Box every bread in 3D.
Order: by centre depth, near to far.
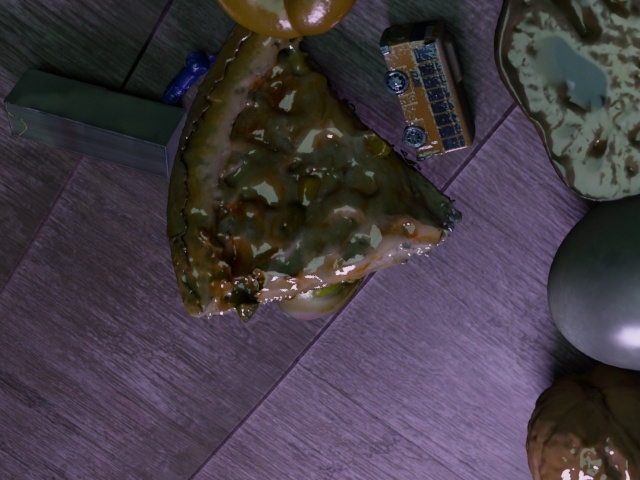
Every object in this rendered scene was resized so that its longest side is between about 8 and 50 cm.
[{"bbox_3d":[-0.002,0.014,1.494,0.158,0.156,0.261,9,122,13],"label":"bread"}]

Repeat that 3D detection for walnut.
[{"bbox_3d":[0.435,0.326,1.508,0.224,0.257,0.257,-22,114,-9],"label":"walnut"}]

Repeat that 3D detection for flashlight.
[{"bbox_3d":[-0.206,-0.250,1.479,0.121,0.057,0.035,-41,66,37],"label":"flashlight"}]

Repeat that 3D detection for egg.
[{"bbox_3d":[0.477,0.039,1.311,0.352,0.258,0.258,-22,111,33],"label":"egg"}]

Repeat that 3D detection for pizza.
[{"bbox_3d":[-0.072,-0.061,1.379,0.392,0.080,0.435,-43,86,-2],"label":"pizza"}]

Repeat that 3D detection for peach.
[{"bbox_3d":[-0.049,-0.390,1.284,0.251,0.153,0.251,6,106,21],"label":"peach"}]

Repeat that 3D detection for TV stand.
[{"bbox_3d":[-0.348,-0.184,1.514,0.269,0.088,0.083,17,143,8],"label":"TV stand"}]

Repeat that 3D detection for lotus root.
[{"bbox_3d":[0.404,-0.229,1.220,0.390,0.111,0.375,22,102,5],"label":"lotus root"}]

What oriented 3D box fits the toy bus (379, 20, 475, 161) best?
[{"bbox_3d":[0.153,-0.216,1.361,0.103,0.091,0.182,-12,116,20],"label":"toy bus"}]
